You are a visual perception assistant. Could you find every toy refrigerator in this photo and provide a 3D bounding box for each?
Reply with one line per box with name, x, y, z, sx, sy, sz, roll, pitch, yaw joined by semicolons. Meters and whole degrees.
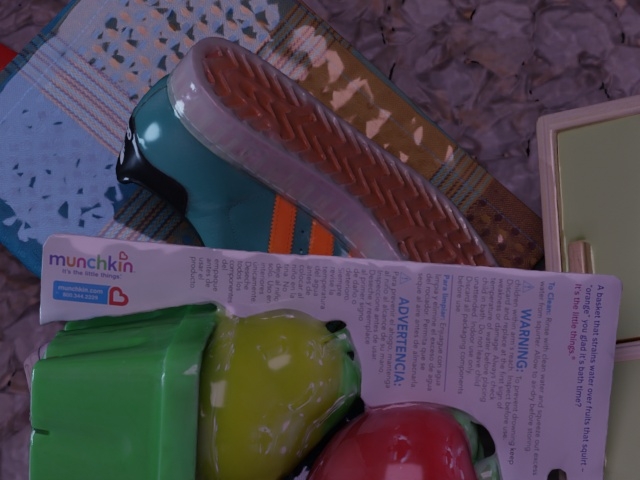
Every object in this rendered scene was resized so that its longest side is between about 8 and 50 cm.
toy refrigerator;0.208;0.046;1.168;0.102;0.094;0.270;-10;73;31

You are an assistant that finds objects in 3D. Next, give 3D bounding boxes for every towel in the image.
towel;-0.055;-0.029;1.256;0.370;0.040;0.271;42;80;4

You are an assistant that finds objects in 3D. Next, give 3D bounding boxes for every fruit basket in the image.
fruit basket;-0.004;0.162;1.129;0.353;0.165;0.327;2;103;-2

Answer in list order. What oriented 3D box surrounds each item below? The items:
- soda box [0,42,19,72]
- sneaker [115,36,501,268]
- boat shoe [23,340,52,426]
soda box;-0.304;-0.128;1.354;0.263;0.083;0.092;31;77;18
sneaker;0.000;0.000;1.191;0.302;0.121;0.108;40;35;-11
boat shoe;-0.187;0.122;1.269;0.035;0.035;0.100;-29;69;27
